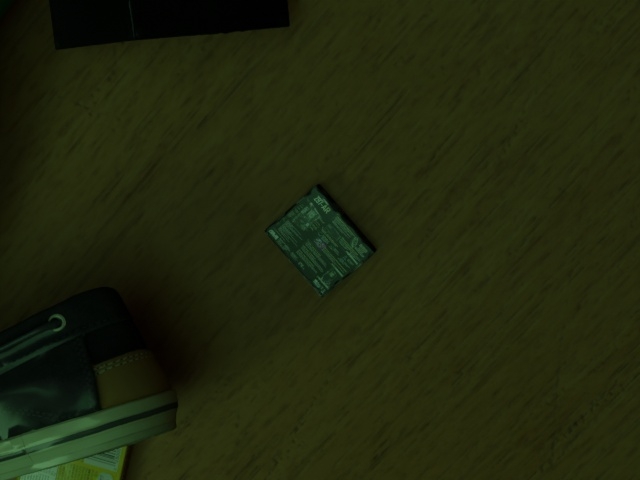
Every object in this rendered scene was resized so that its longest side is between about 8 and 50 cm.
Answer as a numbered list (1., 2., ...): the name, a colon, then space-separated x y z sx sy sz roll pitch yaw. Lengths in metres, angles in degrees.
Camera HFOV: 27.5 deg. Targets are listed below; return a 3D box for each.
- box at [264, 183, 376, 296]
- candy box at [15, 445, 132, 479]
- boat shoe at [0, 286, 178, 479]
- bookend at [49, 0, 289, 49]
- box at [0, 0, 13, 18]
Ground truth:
1. box: 0.000 0.000 1.209 0.067 0.018 0.083 -42 91 13
2. candy box: -0.247 0.238 1.287 0.105 0.027 0.206 16 102 10
3. boat shoe: -0.370 0.163 1.214 0.500 0.187 0.156 -17 86 18
4. bookend: -0.138 -0.215 1.158 0.157 0.156 0.072 7 105 53
5. box: -0.379 -0.268 1.122 0.231 0.127 0.262 32 73 3
